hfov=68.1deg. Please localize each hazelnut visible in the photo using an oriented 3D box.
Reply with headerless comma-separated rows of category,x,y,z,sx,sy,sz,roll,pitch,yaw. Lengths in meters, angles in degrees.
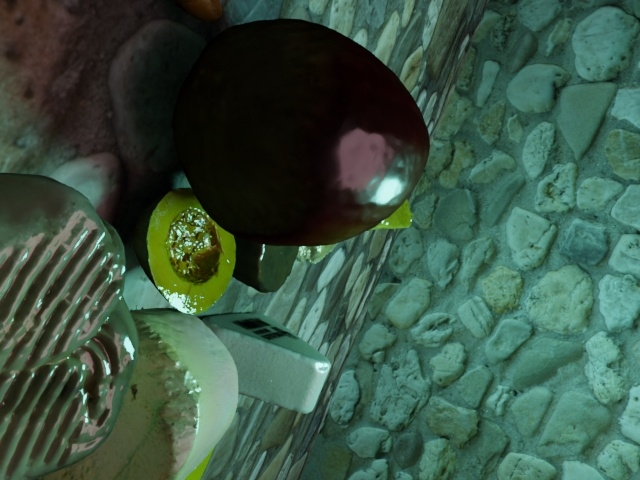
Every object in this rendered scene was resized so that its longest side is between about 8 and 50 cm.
hazelnut,-0.030,-0.158,0.777,0.421,0.422,0.352,34,63,-71

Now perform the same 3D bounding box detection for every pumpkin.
pumpkin,-0.252,0.013,0.832,0.217,0.110,0.217,-6,97,-61

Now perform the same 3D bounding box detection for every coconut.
coconut,-0.286,0.249,0.738,0.309,0.298,0.297,83,32,-81

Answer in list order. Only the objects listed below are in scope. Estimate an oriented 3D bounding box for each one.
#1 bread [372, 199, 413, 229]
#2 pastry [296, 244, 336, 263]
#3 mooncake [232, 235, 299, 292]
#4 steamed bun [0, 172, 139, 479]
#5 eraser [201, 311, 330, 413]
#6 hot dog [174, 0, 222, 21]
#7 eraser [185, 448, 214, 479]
bread,0.057,-0.193,1.092,0.245,0.234,0.361,-9,93,-61
pastry,0.001,-0.006,1.543,0.258,0.089,0.121,-34,129,-63
mooncake,-0.136,0.005,1.132,0.228,0.125,0.228,-49,148,-46
steamed bun,-0.367,0.086,0.474,0.325,0.220,0.309,-8,106,-40
eraser,-0.166,0.288,1.225,0.149,0.332,0.331,-69,161,-2
hot dog,-0.201,-0.383,0.604,0.249,0.076,0.102,58,19,-69
eraser,-0.372,0.593,1.210,0.157,0.069,0.226,-63,160,-9
